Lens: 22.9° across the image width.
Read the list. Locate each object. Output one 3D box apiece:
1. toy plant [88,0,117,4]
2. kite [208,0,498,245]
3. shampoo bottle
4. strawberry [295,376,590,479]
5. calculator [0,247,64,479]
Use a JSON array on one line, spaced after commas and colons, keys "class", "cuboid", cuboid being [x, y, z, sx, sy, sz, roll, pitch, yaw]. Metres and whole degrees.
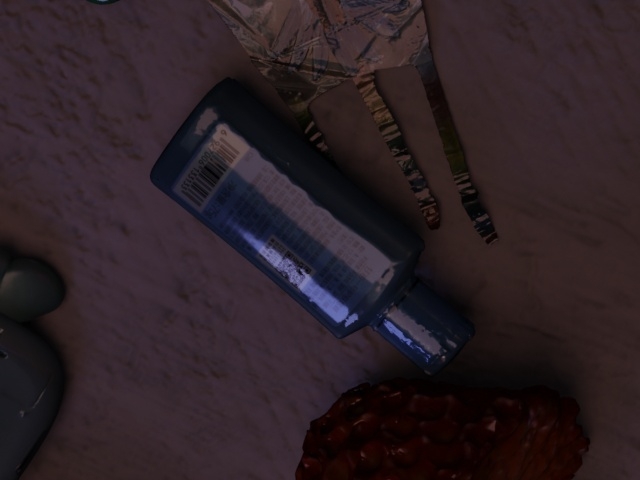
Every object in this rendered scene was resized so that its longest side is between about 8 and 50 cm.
[{"class": "toy plant", "cuboid": [-0.192, -0.343, 1.033, 0.279, 0.185, 0.400, -12, 114, -6]}, {"class": "kite", "cuboid": [0.016, -0.120, 1.145, 0.169, 0.015, 0.310, -15, 103, 19]}, {"class": "shampoo bottle", "cuboid": [0.000, 0.000, 1.150, 0.258, 0.061, 0.104, 41, 118, 2]}, {"class": "strawberry", "cuboid": [0.077, 0.180, 1.165, 0.178, 0.234, 0.234, 30, 114, 32]}, {"class": "calculator", "cuboid": [-0.310, 0.135, 1.243, 0.185, 0.041, 0.299, 33, 99, -18]}]
